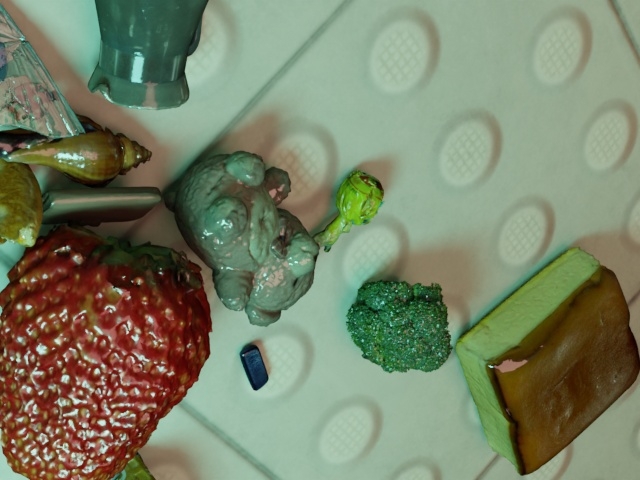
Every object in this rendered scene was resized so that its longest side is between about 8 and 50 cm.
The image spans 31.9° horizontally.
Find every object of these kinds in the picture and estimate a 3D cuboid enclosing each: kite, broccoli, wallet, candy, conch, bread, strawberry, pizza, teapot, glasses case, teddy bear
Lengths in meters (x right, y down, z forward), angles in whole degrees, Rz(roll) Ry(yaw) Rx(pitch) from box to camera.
[{"bbox_3d":[-0.442,-0.173,1.338,0.335,0.011,0.314,11,94,-24],"label":"kite"},{"bbox_3d":[0.132,0.141,1.847,0.156,0.195,0.195,-42,143,-64],"label":"broccoli"},{"bbox_3d":[-0.297,-0.047,1.483,0.152,0.118,0.039,-5,78,-30],"label":"wallet"},{"bbox_3d":[0.002,0.002,1.754,0.262,0.073,0.077,-47,153,1],"label":"candy"},{"bbox_3d":[-0.316,-0.121,1.444,0.232,0.080,0.086,23,61,-44],"label":"conch"},{"bbox_3d":[0.433,0.229,2.114,0.333,0.143,0.324,-38,129,-15],"label":"bread"},{"bbox_3d":[-0.281,0.165,1.478,0.312,0.267,0.351,20,82,-50],"label":"strawberry"},{"bbox_3d":[-0.442,-0.023,1.400,0.193,0.154,0.069,-15,142,-5],"label":"pizza"},{"bbox_3d":[-0.207,-0.293,1.406,0.203,0.171,0.225,-36,143,-56],"label":"teapot"},{"bbox_3d":[-0.107,0.201,1.793,0.033,0.023,0.083,-34,129,-24],"label":"glasses case"},{"bbox_3d":[-0.100,-0.002,1.611,0.267,0.151,0.236,49,49,-35],"label":"teddy bear"}]

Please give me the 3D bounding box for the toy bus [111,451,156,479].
[{"bbox_3d":[-0.346,0.456,1.653,0.275,0.167,0.139,-29,126,-20],"label":"toy bus"}]
